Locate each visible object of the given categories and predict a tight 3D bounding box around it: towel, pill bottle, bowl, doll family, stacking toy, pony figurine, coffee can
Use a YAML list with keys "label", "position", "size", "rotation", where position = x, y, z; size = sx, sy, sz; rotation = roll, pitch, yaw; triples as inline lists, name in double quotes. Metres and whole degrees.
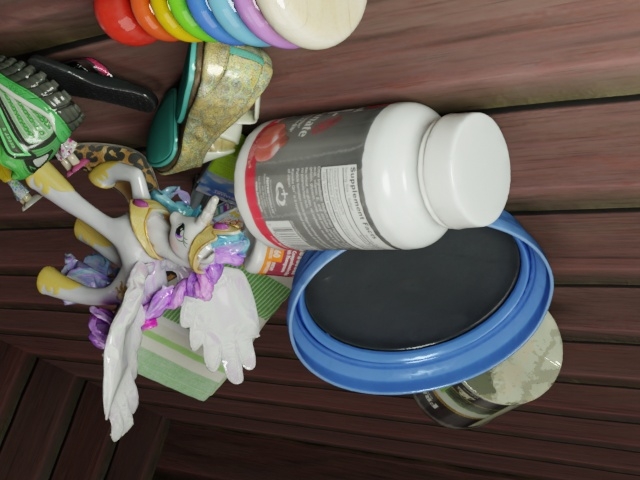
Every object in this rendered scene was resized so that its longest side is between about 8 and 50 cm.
- label: "towel"
  position: [-0.206, 0.126, 1.752]
  size: [0.248, 0.325, 0.038]
  rotation: [33, -172, -35]
- label: "pill bottle"
  position: [0.062, -0.076, 1.181]
  size: [0.318, 0.176, 0.176]
  rotation: [-1, 153, 40]
- label: "bowl"
  position: [0.142, 0.083, 1.418]
  size: [0.391, 0.077, 0.391]
  rotation: [-5, 136, -5]
- label: "doll family"
  position: [-0.478, -0.137, 1.493]
  size: [0.163, 0.118, 0.263]
  rotation: [53, 149, -12]
- label: "stacking toy"
  position: [-0.114, -0.247, 0.968]
  size: [0.330, 0.141, 0.141]
  rotation: [2, 155, 44]
- label: "pony figurine"
  position: [-0.253, 0.058, 1.371]
  size: [0.363, 0.303, 0.351]
  rotation: [20, 121, 32]
- label: "coffee can"
  position: [0.285, 0.215, 1.710]
  size: [0.201, 0.202, 0.275]
  rotation: [18, 159, -2]
- label: "pill bottle"
  position: [0.000, 0.000, 1.450]
  size: [0.221, 0.121, 0.121]
  rotation: [6, 162, -16]

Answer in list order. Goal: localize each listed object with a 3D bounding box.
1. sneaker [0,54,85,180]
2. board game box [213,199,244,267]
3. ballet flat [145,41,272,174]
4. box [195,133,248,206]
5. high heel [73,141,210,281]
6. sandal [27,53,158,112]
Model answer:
- label: "sneaker"
  position: [-0.499, -0.203, 1.302]
  size: [0.343, 0.146, 0.134]
  rotation: [28, 162, 14]
- label: "board game box"
  position: [-0.130, -0.014, 1.635]
  size: [0.103, 0.026, 0.154]
  rotation: [-26, 141, 20]
- label: "ballet flat"
  position: [-0.143, -0.160, 1.234]
  size: [0.123, 0.123, 0.348]
  rotation: [22, 159, -13]
- label: "box"
  position: [-0.117, -0.101, 1.446]
  size: [0.109, 0.042, 0.178]
  rotation: [22, 159, -12]
- label: "high heel"
  position: [-0.315, -0.047, 1.530]
  size: [0.261, 0.186, 0.093]
  rotation: [19, 163, -3]
- label: "sandal"
  position: [-0.304, -0.219, 1.302]
  size: [0.179, 0.040, 0.067]
  rotation: [16, 159, -6]
